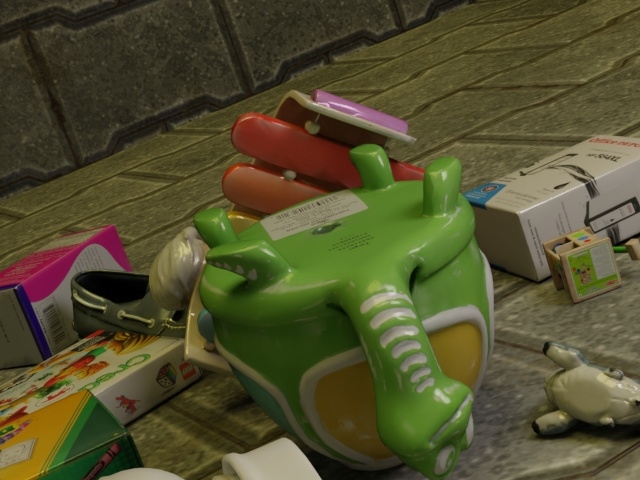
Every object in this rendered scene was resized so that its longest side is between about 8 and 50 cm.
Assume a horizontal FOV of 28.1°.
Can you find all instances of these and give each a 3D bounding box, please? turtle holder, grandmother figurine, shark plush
[{"bbox_3d":[0.049,0.064,1.048,0.243,0.228,0.320,-29,20,-35],"label":"turtle holder"},{"bbox_3d":[-0.020,0.018,1.380,0.342,0.208,0.104,-9,52,6],"label":"grandmother figurine"},{"bbox_3d":[0.235,0.114,0.987,0.067,0.073,0.161,8,-11,-41],"label":"shark plush"}]

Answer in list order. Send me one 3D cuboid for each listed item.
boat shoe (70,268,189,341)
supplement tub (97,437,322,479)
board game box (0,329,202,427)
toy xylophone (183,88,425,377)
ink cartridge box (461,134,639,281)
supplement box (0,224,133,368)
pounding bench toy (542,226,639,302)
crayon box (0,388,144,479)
[{"bbox_3d":[-0.189,0.080,1.529,0.319,0.099,0.116,-3,19,42],"label":"boat shoe"},{"bbox_3d":[-0.126,0.250,0.580,0.331,0.241,0.241,-23,15,-12],"label":"supplement tub"},{"bbox_3d":[-0.301,0.189,1.374,0.305,0.053,0.193,-31,19,-37],"label":"board game box"},{"bbox_3d":[0.000,0.000,1.246,0.236,0.323,0.081,10,28,-15],"label":"toy xylophone"},{"bbox_3d":[0.277,-0.042,1.414,0.203,0.086,0.148,-25,16,-17],"label":"ink cartridge box"},{"bbox_3d":[-0.362,0.074,1.746,0.113,0.111,0.220,-10,17,33],"label":"supplement box"},{"bbox_3d":[0.274,0.017,1.274,0.083,0.052,0.065,-20,15,-3],"label":"pounding bench toy"},{"bbox_3d":[-0.302,0.241,1.135,0.278,0.081,0.165,-24,16,-18],"label":"crayon box"}]
